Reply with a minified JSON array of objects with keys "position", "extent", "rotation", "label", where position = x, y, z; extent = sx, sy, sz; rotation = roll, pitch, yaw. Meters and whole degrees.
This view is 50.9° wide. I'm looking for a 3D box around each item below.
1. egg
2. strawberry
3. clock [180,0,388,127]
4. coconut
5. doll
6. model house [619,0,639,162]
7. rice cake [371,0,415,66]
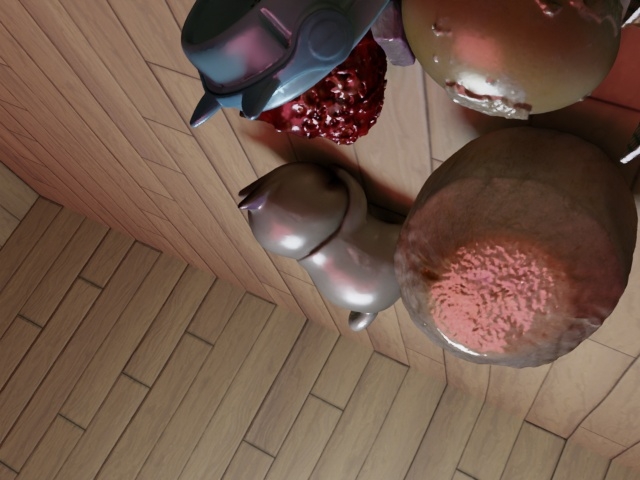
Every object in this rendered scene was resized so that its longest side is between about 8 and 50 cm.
[{"position":[0.171,-0.197,0.608],"extent":[0.202,0.164,0.164],"rotation":[23,163,-6],"label":"egg"},{"position":[0.000,-0.217,0.817],"extent":[0.187,0.184,0.201],"rotation":[44,140,14],"label":"strawberry"},{"position":[-0.038,-0.229,0.647],"extent":[0.224,0.274,0.094],"rotation":[4,149,50],"label":"clock"},{"position":[0.251,0.000,0.863],"extent":[0.329,0.328,0.329],"rotation":[26,162,9],"label":"coconut"},{"position":[0.030,-0.008,1.274],"extent":[0.370,0.226,0.215],"rotation":[45,-171,-16],"label":"doll"},{"position":[0.319,-0.163,0.442],"extent":[0.206,0.271,0.178],"rotation":[63,169,13],"label":"model house"},{"position":[0.080,-0.219,0.719],"extent":[0.036,0.047,0.207],"rotation":[-12,-177,12],"label":"rice cake"}]
